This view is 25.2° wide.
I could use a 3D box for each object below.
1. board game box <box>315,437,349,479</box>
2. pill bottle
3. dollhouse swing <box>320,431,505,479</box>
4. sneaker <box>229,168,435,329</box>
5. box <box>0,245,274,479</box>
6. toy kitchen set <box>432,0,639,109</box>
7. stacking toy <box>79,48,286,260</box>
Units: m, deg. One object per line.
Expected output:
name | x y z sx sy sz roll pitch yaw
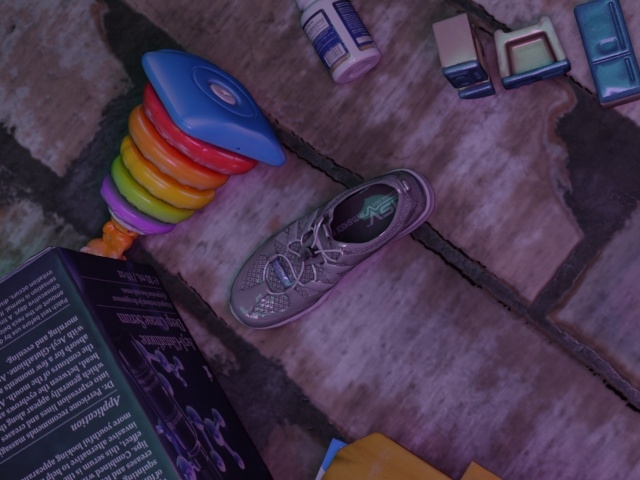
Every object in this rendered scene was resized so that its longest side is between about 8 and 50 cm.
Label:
board game box | 0.058 0.430 1.623 0.233 0.078 0.347 20 82 18
pill bottle | 0.017 -0.256 1.732 0.067 0.067 0.120 -31 79 9
dollhouse swing | 0.138 0.424 1.531 0.315 0.305 0.346 33 85 -22
sneaker | 0.000 0.000 1.687 0.281 0.115 0.105 -38 78 7
box | -0.235 0.231 1.632 0.212 0.293 0.395 -32 79 9
toy kitchen set | 0.249 -0.203 1.620 0.207 0.166 0.122 -16 81 12
stacking toy | -0.200 -0.067 1.740 0.302 0.175 0.165 -51 47 22
